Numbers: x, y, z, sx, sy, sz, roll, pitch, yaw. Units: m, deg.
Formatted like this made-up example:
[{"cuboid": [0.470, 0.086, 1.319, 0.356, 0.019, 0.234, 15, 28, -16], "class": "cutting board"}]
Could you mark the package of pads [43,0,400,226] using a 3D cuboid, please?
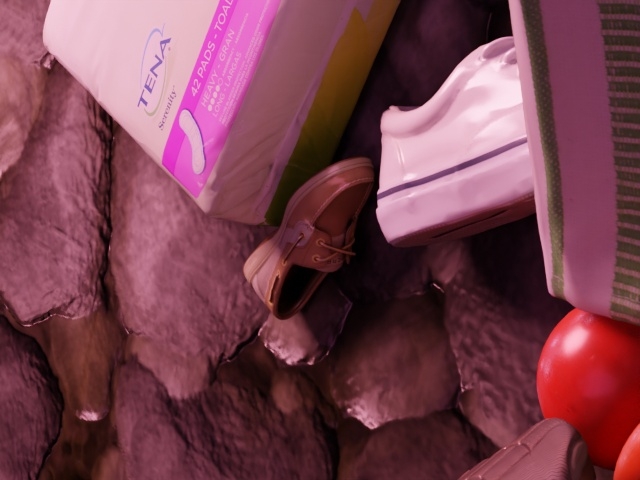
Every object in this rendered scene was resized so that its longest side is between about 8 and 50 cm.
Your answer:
[{"cuboid": [-0.051, -0.190, 1.109, 0.229, 0.101, 0.296, 45, 121, 38], "class": "package of pads"}]

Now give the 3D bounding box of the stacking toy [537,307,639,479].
[{"cuboid": [0.208, 0.145, 0.811, 0.330, 0.141, 0.141, 51, 126, 43], "class": "stacking toy"}]

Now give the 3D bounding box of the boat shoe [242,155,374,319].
[{"cuboid": [0.000, 0.000, 1.096, 0.045, 0.050, 0.135, 63, 142, 23], "class": "boat shoe"}]

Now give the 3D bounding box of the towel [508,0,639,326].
[{"cuboid": [0.222, -0.031, 0.725, 0.325, 0.038, 0.248, 17, 135, 35], "class": "towel"}]

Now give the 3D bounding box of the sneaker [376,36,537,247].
[{"cuboid": [0.112, -0.065, 0.931, 0.258, 0.094, 0.091, -19, 80, 47], "class": "sneaker"}]

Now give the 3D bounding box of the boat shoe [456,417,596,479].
[{"cuboid": [0.095, 0.167, 0.860, 0.123, 0.324, 0.116, -36, 82, -4], "class": "boat shoe"}]
